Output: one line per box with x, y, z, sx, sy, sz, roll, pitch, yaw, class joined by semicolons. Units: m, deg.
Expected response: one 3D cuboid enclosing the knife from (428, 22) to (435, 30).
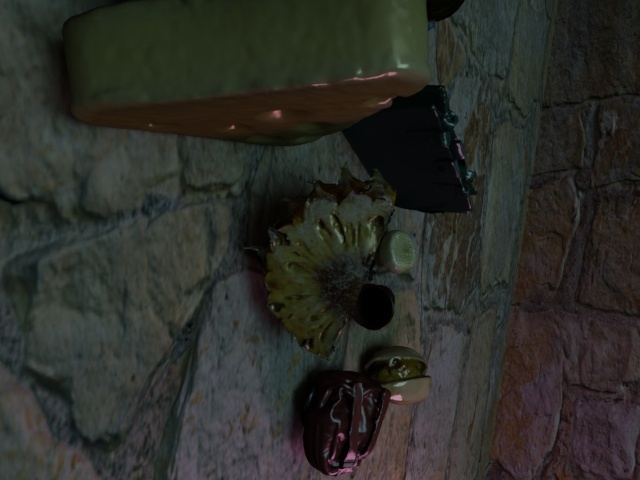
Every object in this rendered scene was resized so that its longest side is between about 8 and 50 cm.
0.234;-0.523;1.044;0.296;0.026;0.044;-51;130;-30;knife

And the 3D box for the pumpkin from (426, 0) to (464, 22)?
0.252;-0.644;0.928;0.260;0.189;0.260;11;90;-75;pumpkin

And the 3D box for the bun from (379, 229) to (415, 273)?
0.194;0.030;1.056;0.115;0.069;0.115;9;74;-37;bun

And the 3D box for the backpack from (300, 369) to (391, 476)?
0.049;0.394;0.878;0.229;0.139;0.229;-11;104;-51;backpack

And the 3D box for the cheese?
-0.065;-0.200;0.538;0.384;0.384;0.104;-9;96;-51;cheese

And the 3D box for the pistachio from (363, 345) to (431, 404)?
0.202;0.358;1.078;0.229;0.157;0.157;24;77;-45;pistachio

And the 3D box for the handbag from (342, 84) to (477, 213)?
0.200;-0.185;0.890;0.089;0.239;0.326;-60;137;-20;handbag

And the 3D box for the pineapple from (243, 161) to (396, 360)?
0.001;-0.001;0.762;0.286;0.209;0.344;-63;173;-65;pineapple

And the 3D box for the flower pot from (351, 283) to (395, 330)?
0.135;0.152;0.989;0.089;0.111;0.111;-13;107;-67;flower pot
